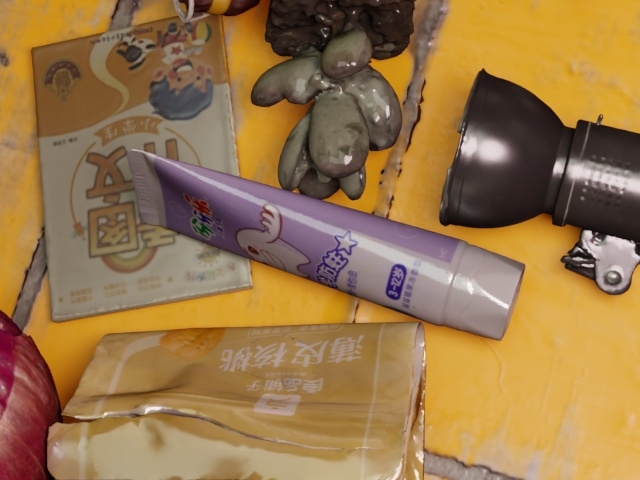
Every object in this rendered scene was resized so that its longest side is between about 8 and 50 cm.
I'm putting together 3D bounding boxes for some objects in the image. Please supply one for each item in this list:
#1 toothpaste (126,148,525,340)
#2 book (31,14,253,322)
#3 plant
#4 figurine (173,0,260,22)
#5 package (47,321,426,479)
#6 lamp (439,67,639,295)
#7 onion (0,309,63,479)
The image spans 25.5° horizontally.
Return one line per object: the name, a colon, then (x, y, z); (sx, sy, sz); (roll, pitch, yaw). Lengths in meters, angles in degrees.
toothpaste: (0.000, 0.000, 1.299); (0.371, 0.125, 0.080); (19, 61, 12)
book: (-0.182, -0.077, 1.417); (0.208, 0.020, 0.295); (-11, 74, 11)
plant: (0.012, -0.174, 1.321); (0.149, 0.146, 0.275); (4, 80, 4)
figurine: (-0.139, -0.311, 1.407); (0.115, 0.175, 0.240); (-19, 52, -36)
package: (-0.070, 0.172, 1.250); (0.311, 0.165, 0.221); (-1, 76, 13)
lamp: (0.232, -0.048, 1.254); (0.227, 0.147, 0.172); (16, 94, 10)
onion: (-0.418, 0.147, 1.230); (0.347, 0.385, 0.348); (-17, 39, 14)
